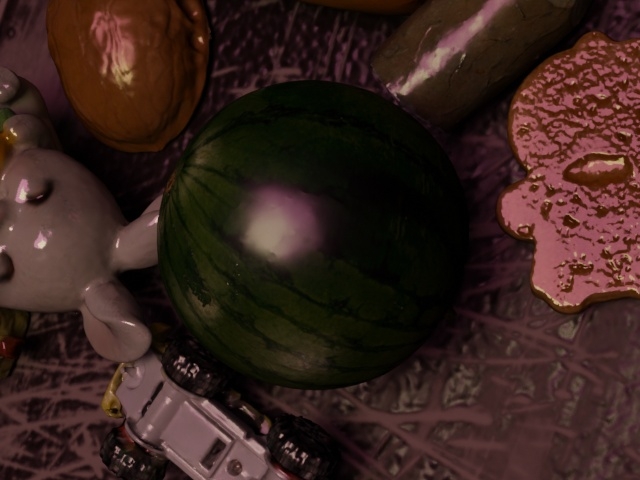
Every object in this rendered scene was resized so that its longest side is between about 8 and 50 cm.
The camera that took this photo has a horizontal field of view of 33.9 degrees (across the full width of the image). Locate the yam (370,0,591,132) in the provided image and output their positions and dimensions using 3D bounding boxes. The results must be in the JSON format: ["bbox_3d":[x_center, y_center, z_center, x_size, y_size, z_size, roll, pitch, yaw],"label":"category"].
[{"bbox_3d":[0.162,-0.202,0.847,0.259,0.106,0.106,-43,71,15],"label":"yam"}]

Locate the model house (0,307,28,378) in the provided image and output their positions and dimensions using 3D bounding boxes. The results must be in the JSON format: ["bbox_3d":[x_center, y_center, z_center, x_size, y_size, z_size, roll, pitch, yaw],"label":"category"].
[{"bbox_3d":[-0.419,0.064,1.002,0.254,0.196,0.160,15,88,22],"label":"model house"}]

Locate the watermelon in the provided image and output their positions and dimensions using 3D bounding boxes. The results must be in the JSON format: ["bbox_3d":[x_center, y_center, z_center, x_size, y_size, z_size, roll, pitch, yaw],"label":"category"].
[{"bbox_3d":[-0.004,-0.002,0.815,0.242,0.242,0.242,-2,83,22],"label":"watermelon"}]

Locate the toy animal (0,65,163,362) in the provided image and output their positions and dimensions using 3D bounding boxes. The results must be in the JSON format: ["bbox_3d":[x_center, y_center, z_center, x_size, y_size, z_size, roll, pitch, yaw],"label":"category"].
[{"bbox_3d":[-0.252,-0.029,0.953,0.325,0.154,0.208,23,76,12],"label":"toy animal"}]

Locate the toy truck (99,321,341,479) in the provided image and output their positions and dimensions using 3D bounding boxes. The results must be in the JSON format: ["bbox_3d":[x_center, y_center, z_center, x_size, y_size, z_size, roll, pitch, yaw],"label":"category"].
[{"bbox_3d":[-0.065,0.186,0.891,0.286,0.111,0.136,37,101,20],"label":"toy truck"}]

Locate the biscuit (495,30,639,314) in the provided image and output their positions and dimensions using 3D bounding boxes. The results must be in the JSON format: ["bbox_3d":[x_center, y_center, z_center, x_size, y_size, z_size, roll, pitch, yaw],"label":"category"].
[{"bbox_3d":[0.219,-0.056,0.844,0.166,0.036,0.225,-13,77,20],"label":"biscuit"}]

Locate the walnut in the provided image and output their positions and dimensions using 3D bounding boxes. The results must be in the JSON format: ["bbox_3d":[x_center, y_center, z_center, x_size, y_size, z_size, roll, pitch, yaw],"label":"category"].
[{"bbox_3d":[-0.193,-0.191,0.996,0.167,0.087,0.211,-20,77,16],"label":"walnut"}]

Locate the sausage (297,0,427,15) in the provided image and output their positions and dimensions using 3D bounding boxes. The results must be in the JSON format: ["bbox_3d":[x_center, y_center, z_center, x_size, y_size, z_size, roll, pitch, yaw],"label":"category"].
[{"bbox_3d":[-0.048,-0.270,0.933,0.328,0.112,0.112,16,90,23],"label":"sausage"}]
